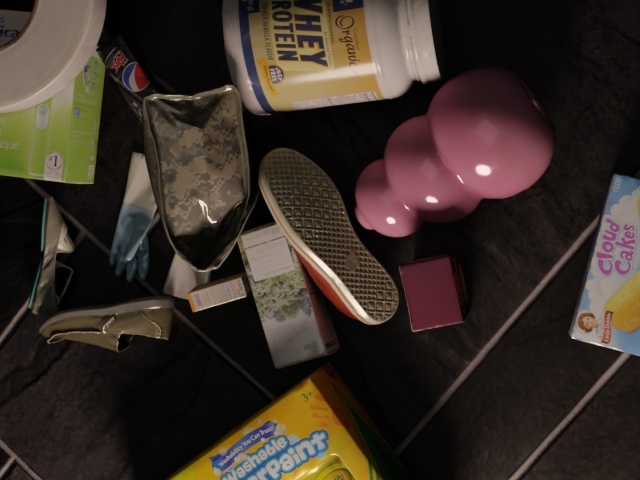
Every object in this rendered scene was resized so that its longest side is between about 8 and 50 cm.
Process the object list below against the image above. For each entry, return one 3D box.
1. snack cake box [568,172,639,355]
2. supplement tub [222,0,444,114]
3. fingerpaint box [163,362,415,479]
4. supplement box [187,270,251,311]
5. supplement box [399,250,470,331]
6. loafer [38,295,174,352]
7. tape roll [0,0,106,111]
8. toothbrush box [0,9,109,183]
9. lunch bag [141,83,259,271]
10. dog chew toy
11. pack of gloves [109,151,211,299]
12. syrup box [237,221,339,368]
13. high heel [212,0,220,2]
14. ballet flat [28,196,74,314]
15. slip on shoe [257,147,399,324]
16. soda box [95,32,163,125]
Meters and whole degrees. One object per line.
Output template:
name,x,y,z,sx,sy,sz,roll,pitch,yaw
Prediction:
snack cake box,0.492,0.040,1.511,0.152,0.089,0.264,14,95,11
supplement tub,0.026,-0.326,1.532,0.316,0.228,0.228,-6,91,13
fingerpaint box,-0.066,0.484,1.613,0.445,0.163,0.371,-36,85,11
supplement box,-0.171,0.087,1.668,0.098,0.062,0.036,-17,97,7
supplement box,0.182,0.076,1.530,0.081,0.188,0.104,-11,89,12
loafer,-0.373,0.155,1.706,0.251,0.094,0.087,-10,85,13
tape roll,-0.547,-0.404,1.601,0.392,0.072,0.392,0,95,6
toothbrush box,-0.500,-0.249,1.708,0.206,0.122,0.283,8,92,12
lunch bag,-0.190,-0.095,1.562,0.169,0.235,0.287,-8,96,-9
dog chew toy,0.195,-0.121,1.522,0.332,0.206,0.206,-34,84,19
pack of gloves,-0.271,-0.022,1.703,0.195,0.046,0.232,14,95,13
syrup box,-0.053,0.086,1.631,0.093,0.096,0.237,-18,88,14
high heel,-0.258,-0.493,1.615,0.261,0.186,0.093,23,60,6
ballet flat,-0.475,0.029,1.748,0.068,0.072,0.213,9,95,-15
slip on shoe,0.000,0.000,1.570,0.123,0.101,0.331,-45,109,-28
soda box,-0.318,-0.272,1.696,0.053,0.060,0.169,-33,85,7
